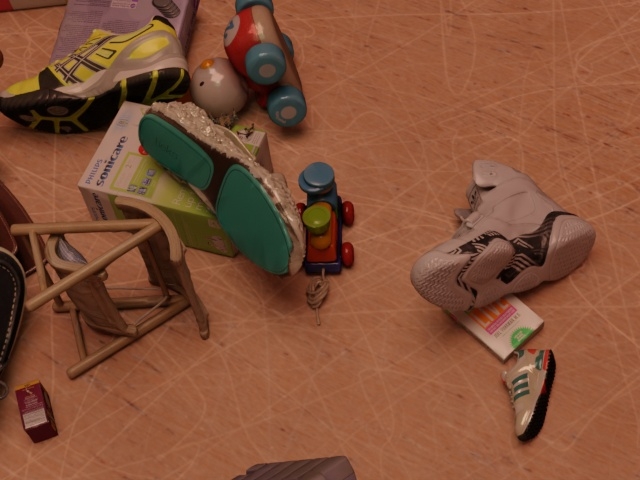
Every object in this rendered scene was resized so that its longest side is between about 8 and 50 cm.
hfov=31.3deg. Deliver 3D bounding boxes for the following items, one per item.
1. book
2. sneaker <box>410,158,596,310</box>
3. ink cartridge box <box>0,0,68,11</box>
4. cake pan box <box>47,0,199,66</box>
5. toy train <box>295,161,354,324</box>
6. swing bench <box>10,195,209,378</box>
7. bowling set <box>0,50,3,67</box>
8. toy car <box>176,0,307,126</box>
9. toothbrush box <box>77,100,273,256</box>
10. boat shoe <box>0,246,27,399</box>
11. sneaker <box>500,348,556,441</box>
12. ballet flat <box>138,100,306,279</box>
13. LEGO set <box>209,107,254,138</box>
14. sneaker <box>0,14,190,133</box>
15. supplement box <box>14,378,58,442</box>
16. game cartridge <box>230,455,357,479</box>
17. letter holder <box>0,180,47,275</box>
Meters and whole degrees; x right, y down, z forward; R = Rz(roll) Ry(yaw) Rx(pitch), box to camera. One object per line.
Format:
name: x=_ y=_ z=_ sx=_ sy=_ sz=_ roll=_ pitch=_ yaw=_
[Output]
book: x=0.282 y=0.124 z=1.885 sx=0.096 sy=0.035 sz=0.144 roll=-41 pitch=63 yaw=-15
sneaker: x=0.260 y=-0.013 z=1.877 sx=0.366 sy=0.137 sz=0.210 roll=-12 pitch=47 yaw=-32
ink cartridge box: x=-0.550 y=-0.629 z=2.322 sx=0.385 sy=0.279 sz=0.160 roll=-5 pitch=55 yaw=2
cake pan box: x=-0.392 y=-0.406 z=2.258 sx=0.267 sy=0.070 sz=0.245 roll=5 pitch=67 yaw=10
toy train: x=0.000 y=0.000 z=1.925 sx=0.105 sy=0.143 sz=0.248 roll=-2 pitch=56 yaw=5
swing bench: x=-0.331 y=0.069 z=1.849 sx=0.255 sy=0.253 sz=0.165 roll=-17 pitch=56 yaw=-6
bowling set: x=-0.693 y=-0.289 z=2.111 sx=0.287 sy=0.154 sz=0.199 roll=32 pitch=102 yaw=42
toy car: x=-0.169 y=-0.312 z=2.131 sx=0.238 sy=0.210 sz=0.219 roll=-20 pitch=45 yaw=7
toothbrush box: x=-0.253 y=-0.112 z=2.042 sx=0.283 sy=0.122 sz=0.206 roll=13 pitch=58 yaw=16
boat shoe: x=-0.590 y=0.231 z=1.792 sx=0.156 sy=0.187 sz=0.500 roll=-7 pitch=52 yaw=48
sneaker: x=0.317 y=0.240 z=1.795 sx=0.075 sy=0.057 sz=0.161 roll=4 pitch=57 yaw=29
ballet flat: x=-0.136 y=-0.106 z=1.884 sx=0.147 sy=0.147 sz=0.409 roll=-37 pitch=64 yaw=-18
LEGO set: x=-0.158 y=-0.202 z=2.012 sx=0.083 sy=0.023 sz=0.054 roll=40 pitch=67 yaw=14
sneaker: x=-0.423 y=-0.306 z=2.139 sx=0.385 sy=0.145 sz=0.147 roll=-11 pitch=70 yaw=13
supplement box: x=-0.459 y=0.275 z=1.844 sx=0.043 sy=0.055 sz=0.083 roll=-19 pitch=57 yaw=-7
game cartridge: x=-0.137 y=0.402 z=1.567 sx=0.355 sy=0.068 sz=0.230 roll=-26 pitch=9 yaw=-41
letter holder: x=-0.644 y=-0.049 z=2.024 sx=0.214 sy=0.152 sz=0.302 roll=-33 pitch=59 yaw=-18
